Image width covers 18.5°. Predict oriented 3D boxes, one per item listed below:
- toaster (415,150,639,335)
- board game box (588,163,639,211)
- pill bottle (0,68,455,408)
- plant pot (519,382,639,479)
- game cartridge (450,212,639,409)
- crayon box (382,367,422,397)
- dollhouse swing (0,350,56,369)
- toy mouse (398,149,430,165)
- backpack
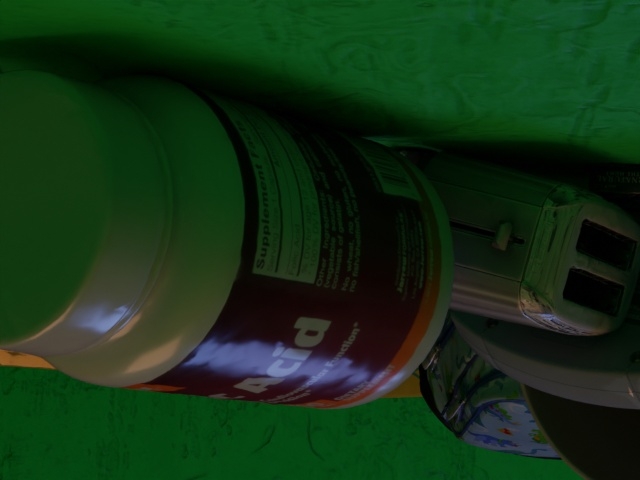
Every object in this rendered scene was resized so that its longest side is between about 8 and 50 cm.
[{"bbox_3d":[0.172,0.009,1.640,0.146,0.129,0.227,16,177,34],"label":"toaster"},{"bbox_3d":[0.327,-0.040,1.665,0.186,0.026,0.126,3,174,16],"label":"board game box"},{"bbox_3d":[-0.092,0.003,1.445,0.224,0.224,0.392,0,172,37],"label":"pill bottle"},{"bbox_3d":[0.380,0.094,1.962,0.274,0.256,0.256,-19,-169,-41],"label":"plant pot"},{"bbox_3d":[0.261,0.056,1.726,0.294,0.196,0.060,12,138,50],"label":"game cartridge"},{"bbox_3d":[0.103,0.131,2.616,0.323,0.083,0.203,1,-158,-36],"label":"crayon box"},{"bbox_3d":[-0.329,-0.047,1.923,0.347,0.305,0.315,3,-145,5],"label":"dollhouse swing"},{"bbox_3d":[0.066,-0.055,1.682,0.143,0.031,0.161,7,173,-24],"label":"toy mouse"},{"bbox_3d":[0.267,0.128,2.217,0.290,0.273,0.355,8,142,-3],"label":"backpack"}]
